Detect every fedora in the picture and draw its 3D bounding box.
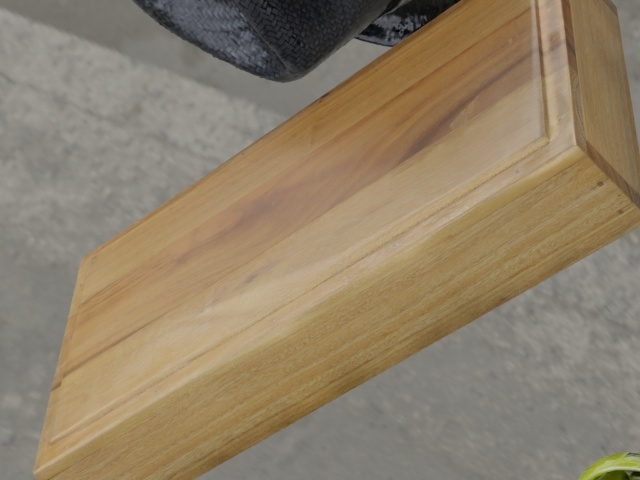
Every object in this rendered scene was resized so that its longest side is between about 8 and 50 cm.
[{"bbox_3d":[-0.059,-0.226,1.168,0.334,0.334,0.152,26,62,32],"label":"fedora"}]

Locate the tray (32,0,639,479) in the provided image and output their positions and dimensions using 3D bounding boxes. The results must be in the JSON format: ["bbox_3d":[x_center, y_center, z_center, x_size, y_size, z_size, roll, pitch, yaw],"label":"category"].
[{"bbox_3d":[0.000,0.000,1.037,0.411,0.076,0.203,-31,33,27],"label":"tray"}]

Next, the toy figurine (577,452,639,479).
[{"bbox_3d":[0.304,0.193,0.819,0.362,0.191,0.217,40,57,13],"label":"toy figurine"}]
